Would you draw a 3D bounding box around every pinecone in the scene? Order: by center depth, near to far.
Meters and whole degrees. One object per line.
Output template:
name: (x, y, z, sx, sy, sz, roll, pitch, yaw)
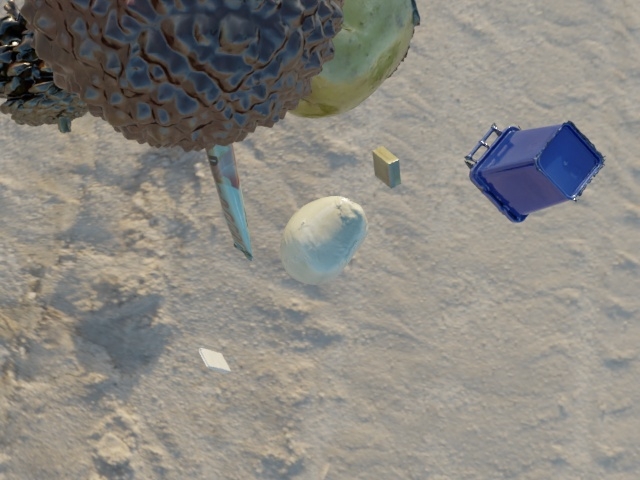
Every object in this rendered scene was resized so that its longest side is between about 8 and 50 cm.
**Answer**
pinecone: (-0.526, -0.332, 1.540, 0.243, 0.243, 0.257, -40, 119, -26)

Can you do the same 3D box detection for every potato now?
potato: (0.008, -0.298, 1.257, 0.243, 0.285, 0.242, 9, 72, -30)

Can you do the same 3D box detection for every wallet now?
wallet: (-0.198, 0.226, 1.524, 0.011, 0.044, 0.083, -35, 154, 9)

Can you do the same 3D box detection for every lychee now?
lychee: (-0.114, -0.207, 0.674, 0.264, 0.300, 0.264, -13, 128, -18)

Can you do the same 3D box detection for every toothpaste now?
toothpaste: (-0.121, -0.069, 1.062, 0.036, 0.056, 0.205, -24, 125, -21)

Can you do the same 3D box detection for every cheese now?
cheese: (0.000, 0.000, 1.680, 0.154, 0.198, 0.189, 29, 78, -4)

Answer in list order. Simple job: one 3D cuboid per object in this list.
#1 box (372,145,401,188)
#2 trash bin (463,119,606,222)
box: (0.168, -0.183, 2.048, 0.035, 0.079, 0.083, -25, 133, -17)
trash bin: (0.416, -0.147, 1.586, 0.184, 0.234, 0.162, 44, 77, -11)
